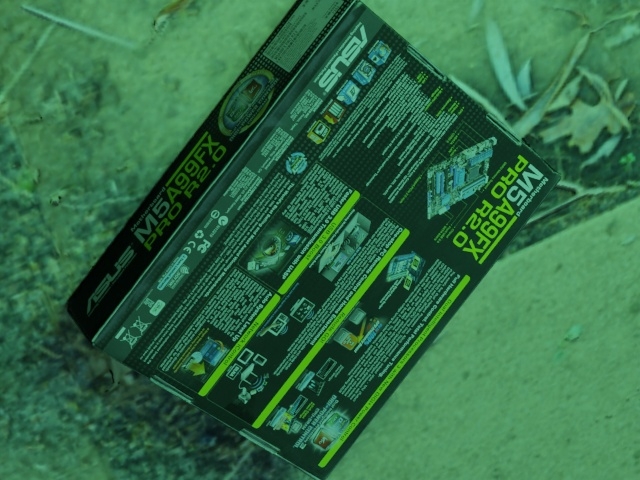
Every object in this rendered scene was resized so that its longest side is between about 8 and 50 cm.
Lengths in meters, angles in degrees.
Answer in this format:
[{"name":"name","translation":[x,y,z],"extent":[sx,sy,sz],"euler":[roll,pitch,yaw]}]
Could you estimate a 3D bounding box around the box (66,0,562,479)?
[{"name":"box","translation":[0.000,0.000,1.020],"extent":[0.216,0.060,0.270],"euler":[35,94,-35]}]
